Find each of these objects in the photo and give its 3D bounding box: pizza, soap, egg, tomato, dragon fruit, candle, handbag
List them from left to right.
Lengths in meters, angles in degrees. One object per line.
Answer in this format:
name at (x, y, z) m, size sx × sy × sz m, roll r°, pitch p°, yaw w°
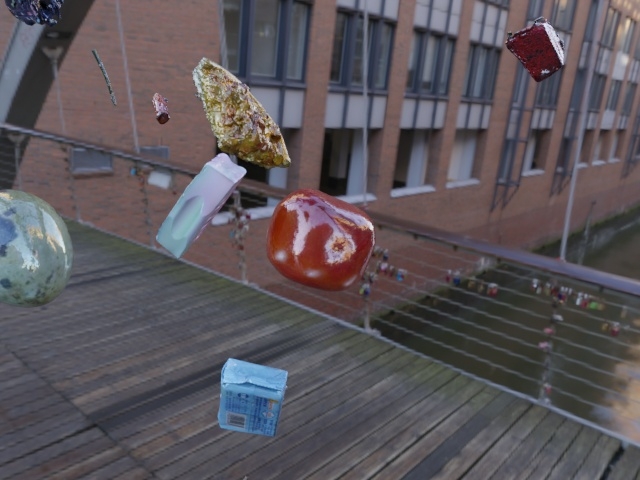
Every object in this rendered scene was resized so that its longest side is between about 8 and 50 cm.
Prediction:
egg at (-1.028, 0.031, 1.937) m, size 0.344 × 0.428 × 0.345 m, roll -29°, pitch -10°, yaw -6°
handbag at (-0.737, -0.672, 1.430) m, size 0.161 × 0.261 × 0.113 m, roll 21°, pitch 39°, yaw 37°
candle at (-0.471, -0.401, 1.695) m, size 0.048 × 0.053 × 0.162 m, roll -7°, pitch 42°, yaw -19°
soap at (-0.378, -0.103, 1.770) m, size 0.109 × 0.324 × 0.193 m, roll 39°, pitch 25°, yaw -5°
pizza at (-0.181, -0.277, 1.352) m, size 0.086 × 0.336 × 0.226 m, roll -25°, pitch 31°, yaw 24°
soap at (-0.164, 0.381, 1.362) m, size 0.156 × 0.293 × 0.077 m, roll 13°, pitch 48°, yaw -2°
tomato at (0.000, 0.000, 1.729) m, size 0.325 × 0.293 × 0.289 m, roll 27°, pitch -3°, yaw -19°
dragon fruit at (0.514, -0.462, 1.345) m, size 0.102 × 0.147 × 0.096 m, roll -15°, pitch 34°, yaw 47°

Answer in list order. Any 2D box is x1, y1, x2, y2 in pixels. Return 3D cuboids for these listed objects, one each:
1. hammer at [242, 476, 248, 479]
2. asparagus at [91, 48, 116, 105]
hammer at (-0.209, 0.592, 1.244) m, size 0.017 × 0.062 × 0.182 m, roll 44°, pitch 46°, yaw -4°
asparagus at (-0.601, -0.455, 1.599) m, size 0.016 × 0.163 × 0.016 m, roll -25°, pitch 12°, yaw -32°
